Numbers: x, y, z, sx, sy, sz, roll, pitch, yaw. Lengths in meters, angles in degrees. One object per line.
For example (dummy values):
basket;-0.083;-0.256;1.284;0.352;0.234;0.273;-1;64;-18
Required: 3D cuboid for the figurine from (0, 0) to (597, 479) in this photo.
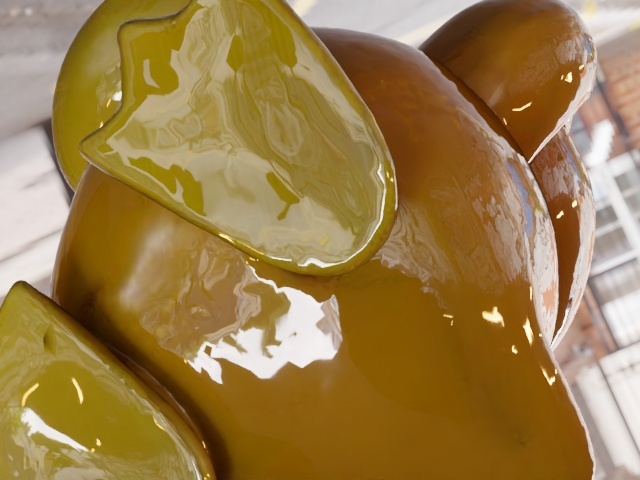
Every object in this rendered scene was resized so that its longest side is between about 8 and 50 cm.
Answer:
figurine;0.003;0.005;0.480;0.215;0.215;0.228;-25;-159;7
